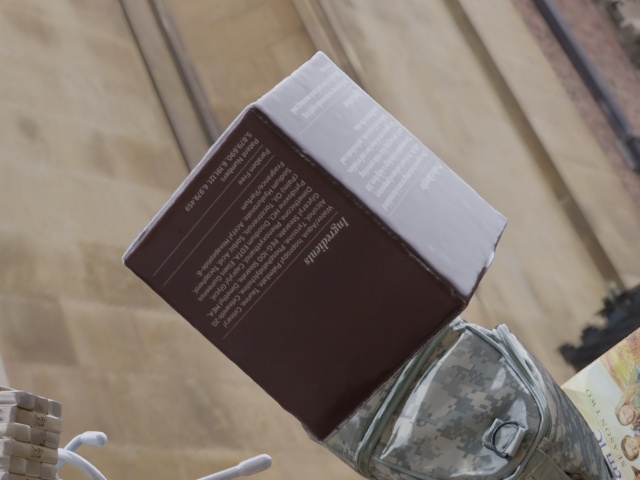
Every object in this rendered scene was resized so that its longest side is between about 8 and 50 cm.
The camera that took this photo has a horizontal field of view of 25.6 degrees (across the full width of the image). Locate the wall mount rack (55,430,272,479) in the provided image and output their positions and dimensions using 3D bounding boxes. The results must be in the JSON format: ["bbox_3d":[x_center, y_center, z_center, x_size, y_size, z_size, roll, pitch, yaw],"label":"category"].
[{"bbox_3d":[-0.173,0.354,1.695,0.130,0.304,0.350,-48,-51,-38],"label":"wall mount rack"}]

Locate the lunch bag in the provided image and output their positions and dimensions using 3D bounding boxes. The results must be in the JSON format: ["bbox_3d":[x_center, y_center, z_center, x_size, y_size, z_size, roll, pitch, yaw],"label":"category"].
[{"bbox_3d":[0.170,0.211,1.512,0.212,0.256,0.305,-55,-35,-7],"label":"lunch bag"}]

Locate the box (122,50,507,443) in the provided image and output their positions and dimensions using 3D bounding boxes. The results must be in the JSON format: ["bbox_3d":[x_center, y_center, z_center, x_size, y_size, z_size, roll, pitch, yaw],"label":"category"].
[{"bbox_3d":[0.000,0.000,1.043,0.167,0.203,0.168,-47,1,26],"label":"box"}]

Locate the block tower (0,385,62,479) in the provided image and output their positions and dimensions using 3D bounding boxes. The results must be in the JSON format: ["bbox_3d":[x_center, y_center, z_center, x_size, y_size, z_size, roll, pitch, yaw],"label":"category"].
[{"bbox_3d":[-0.340,0.312,1.451,0.097,0.335,0.091,-5,-18,21],"label":"block tower"}]

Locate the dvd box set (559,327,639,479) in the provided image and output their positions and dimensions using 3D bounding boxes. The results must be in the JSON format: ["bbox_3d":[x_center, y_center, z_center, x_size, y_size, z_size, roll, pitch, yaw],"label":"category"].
[{"bbox_3d":[0.463,0.272,1.856,0.062,0.308,0.420,-16,-18,-25],"label":"dvd box set"}]
